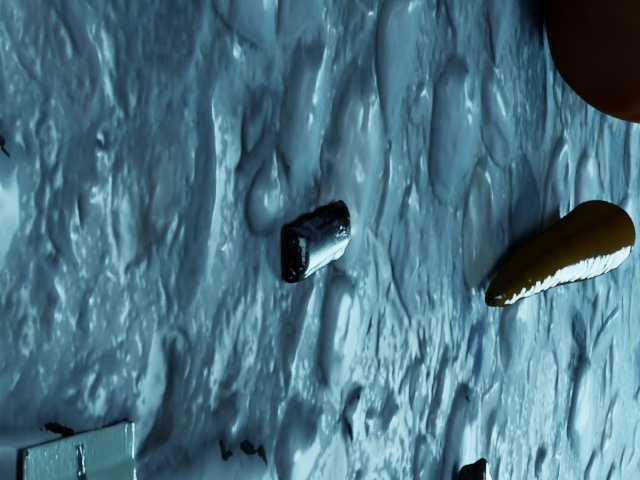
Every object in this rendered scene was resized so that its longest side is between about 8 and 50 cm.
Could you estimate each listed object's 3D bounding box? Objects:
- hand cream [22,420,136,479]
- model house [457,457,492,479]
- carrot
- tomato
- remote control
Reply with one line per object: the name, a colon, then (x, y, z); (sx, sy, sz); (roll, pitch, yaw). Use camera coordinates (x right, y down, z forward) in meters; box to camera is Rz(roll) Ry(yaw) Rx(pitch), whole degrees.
hand cream: (-0.109, 0.256, 0.986); (0.109, 0.067, 0.321); (-6, 95, -67)
model house: (0.191, 0.313, 1.541); (0.205, 0.218, 0.279); (-8, 97, -69)
carrot: (0.210, 0.012, 1.739); (0.336, 0.069, 0.069); (-19, 112, -60)
tomato: (0.293, -0.224, 1.727); (0.260, 0.180, 0.260); (7, 90, -70)
remote control: (0.000, 0.000, 1.257); (0.096, 0.014, 0.039); (-29, 120, -66)
